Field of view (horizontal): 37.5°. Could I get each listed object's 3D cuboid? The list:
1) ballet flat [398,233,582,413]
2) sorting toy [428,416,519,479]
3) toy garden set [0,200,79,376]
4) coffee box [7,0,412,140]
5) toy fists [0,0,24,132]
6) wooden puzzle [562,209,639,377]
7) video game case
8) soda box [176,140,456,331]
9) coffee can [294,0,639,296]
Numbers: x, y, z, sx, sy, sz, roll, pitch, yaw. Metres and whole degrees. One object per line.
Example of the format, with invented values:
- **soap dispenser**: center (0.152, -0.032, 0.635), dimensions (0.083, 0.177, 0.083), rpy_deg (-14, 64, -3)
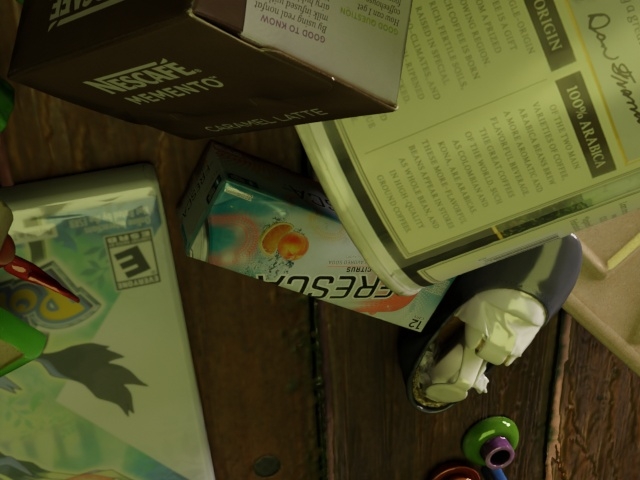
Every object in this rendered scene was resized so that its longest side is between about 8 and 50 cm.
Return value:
- **ballet flat**: center (0.112, 0.065, 0.646), dimensions (0.074, 0.074, 0.203), rpy_deg (9, 145, -21)
- **sorting toy**: center (0.138, 0.201, 0.800), dimensions (0.061, 0.042, 0.102), rpy_deg (30, 108, -29)
- **toy garden set**: center (-0.248, 0.010, 0.479), dimensions (0.204, 0.049, 0.244), rpy_deg (-28, 128, 33)
- **coffee box**: center (-0.032, -0.176, 0.388), dimensions (0.098, 0.141, 0.247), rpy_deg (17, 78, -40)
- **toy fists**: center (-0.186, -0.138, 0.475), dimensions (0.279, 0.096, 0.142), rpy_deg (-34, 131, 4)
- **wooden puzzle**: center (0.289, -0.066, 0.667), dimensions (0.322, 0.080, 0.348), rpy_deg (-45, 117, 12)
- **video game case**: center (-0.250, 0.112, 0.640), dimensions (0.329, 0.036, 0.300), rpy_deg (-11, 123, -10)
- **soda box**: center (0.000, 0.000, 0.627), dimensions (0.183, 0.063, 0.058), rpy_deg (19, 113, -25)
- **coffee can**: center (0.135, -0.110, 0.478), dimensions (0.275, 0.201, 0.201), rpy_deg (-21, 125, 16)
